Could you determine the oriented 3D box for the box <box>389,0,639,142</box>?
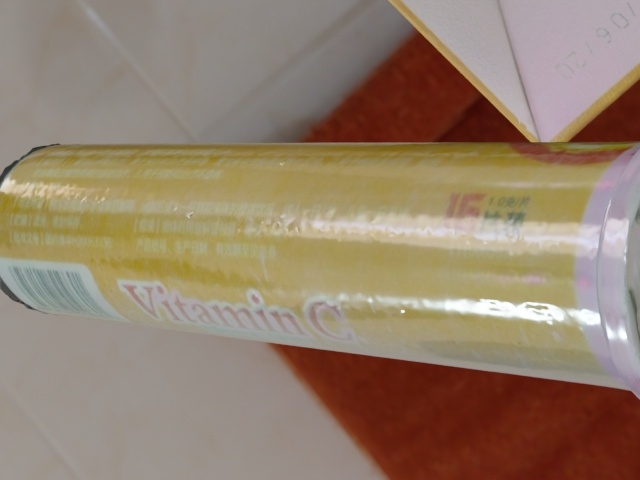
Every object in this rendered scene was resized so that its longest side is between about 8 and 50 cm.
[{"bbox_3d":[0.167,-0.258,1.074,0.259,0.283,0.214,45,-141,-2],"label":"box"}]

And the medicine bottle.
[{"bbox_3d":[0.000,0.000,0.792,0.426,0.108,0.108,4,149,48],"label":"medicine bottle"}]
